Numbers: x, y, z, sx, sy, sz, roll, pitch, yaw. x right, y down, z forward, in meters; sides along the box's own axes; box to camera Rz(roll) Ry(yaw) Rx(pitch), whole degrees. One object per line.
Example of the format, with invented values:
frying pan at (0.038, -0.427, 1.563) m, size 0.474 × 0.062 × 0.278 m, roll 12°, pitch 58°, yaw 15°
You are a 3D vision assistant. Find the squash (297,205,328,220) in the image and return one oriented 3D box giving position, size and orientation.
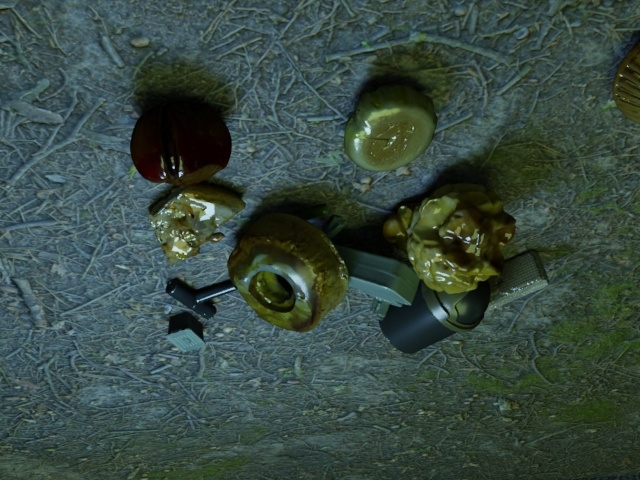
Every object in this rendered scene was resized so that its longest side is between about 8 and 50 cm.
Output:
squash at (-0.021, -0.065, 1.753) m, size 0.089 × 0.027 × 0.027 m, roll -18°, pitch 141°, yaw 19°

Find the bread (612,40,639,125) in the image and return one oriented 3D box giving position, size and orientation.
bread at (0.719, -0.326, 1.443) m, size 0.240 × 0.139 × 0.239 m, roll -4°, pitch 139°, yaw -3°

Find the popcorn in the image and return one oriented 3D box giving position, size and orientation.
popcorn at (0.313, -0.003, 1.715) m, size 0.333 × 0.264 × 0.225 m, roll -4°, pitch 175°, yaw 34°

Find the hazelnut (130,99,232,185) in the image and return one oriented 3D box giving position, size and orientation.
hazelnut at (-0.284, -0.199, 1.446) m, size 0.204 × 0.177 × 0.178 m, roll -8°, pitch 142°, yaw -7°

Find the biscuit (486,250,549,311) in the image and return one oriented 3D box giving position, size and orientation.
biscuit at (0.524, 0.124, 2.010) m, size 0.239 × 0.108 × 0.062 m, roll -29°, pitch 138°, yaw 26°

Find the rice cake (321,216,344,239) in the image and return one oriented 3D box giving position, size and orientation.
rice cake at (0.000, 0.000, 1.833) m, size 0.042 × 0.030 × 0.180 m, roll 1°, pitch 144°, yaw -39°

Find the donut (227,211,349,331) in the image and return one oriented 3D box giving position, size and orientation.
donut at (-0.093, 0.089, 1.767) m, size 0.330 × 0.160 × 0.329 m, roll 23°, pitch 137°, yaw 23°

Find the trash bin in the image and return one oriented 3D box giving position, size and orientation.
trash bin at (0.331, 0.178, 1.970) m, size 0.214 × 0.214 × 0.334 m, roll 19°, pitch 138°, yaw -29°

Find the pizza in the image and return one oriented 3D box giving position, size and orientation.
pizza at (-0.324, -0.032, 1.713) m, size 0.189 × 0.071 × 0.297 m, roll 23°, pitch 134°, yaw -34°

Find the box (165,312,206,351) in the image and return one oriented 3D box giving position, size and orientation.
box at (-0.398, 0.270, 2.089) m, size 0.084 × 0.069 × 0.122 m, roll -18°, pitch 141°, yaw 11°

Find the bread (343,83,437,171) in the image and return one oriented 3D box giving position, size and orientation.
bread at (0.145, -0.241, 1.490) m, size 0.214 × 0.104 × 0.213 m, roll -6°, pitch 140°, yaw -5°

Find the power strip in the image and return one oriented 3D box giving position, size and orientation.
power strip at (0.140, 0.119, 1.856) m, size 0.230 × 0.141 × 0.261 m, roll 15°, pitch 169°, yaw 31°

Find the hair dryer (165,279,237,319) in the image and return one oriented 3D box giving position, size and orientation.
hair dryer at (-0.301, 0.134, 1.954) m, size 0.195 × 0.050 × 0.173 m, roll -29°, pitch 138°, yaw 20°
